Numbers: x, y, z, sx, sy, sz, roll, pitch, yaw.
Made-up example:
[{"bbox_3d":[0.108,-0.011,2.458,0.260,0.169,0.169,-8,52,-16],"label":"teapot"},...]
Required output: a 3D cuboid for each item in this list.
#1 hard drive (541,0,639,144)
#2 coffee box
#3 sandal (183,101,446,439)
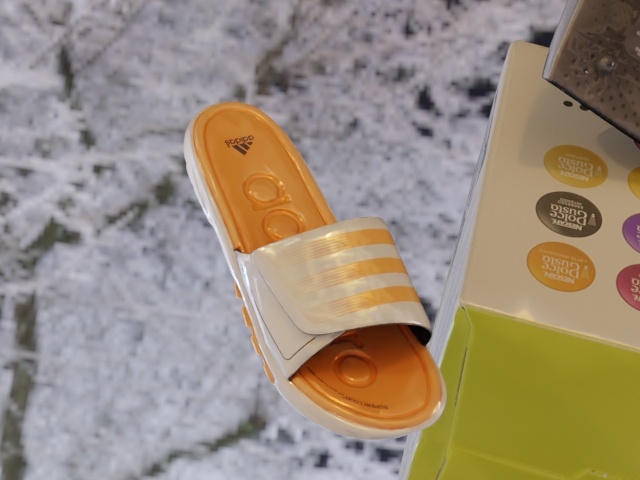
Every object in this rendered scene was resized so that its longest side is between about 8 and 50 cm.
[{"bbox_3d":[0.277,-0.193,1.291,0.172,0.255,0.054,30,-5,-22],"label":"hard drive"},{"bbox_3d":[0.260,0.101,1.400,0.337,0.334,0.338,15,-48,3],"label":"coffee box"},{"bbox_3d":[-0.010,0.002,1.052,0.102,0.265,0.076,-18,-28,-27],"label":"sandal"}]
